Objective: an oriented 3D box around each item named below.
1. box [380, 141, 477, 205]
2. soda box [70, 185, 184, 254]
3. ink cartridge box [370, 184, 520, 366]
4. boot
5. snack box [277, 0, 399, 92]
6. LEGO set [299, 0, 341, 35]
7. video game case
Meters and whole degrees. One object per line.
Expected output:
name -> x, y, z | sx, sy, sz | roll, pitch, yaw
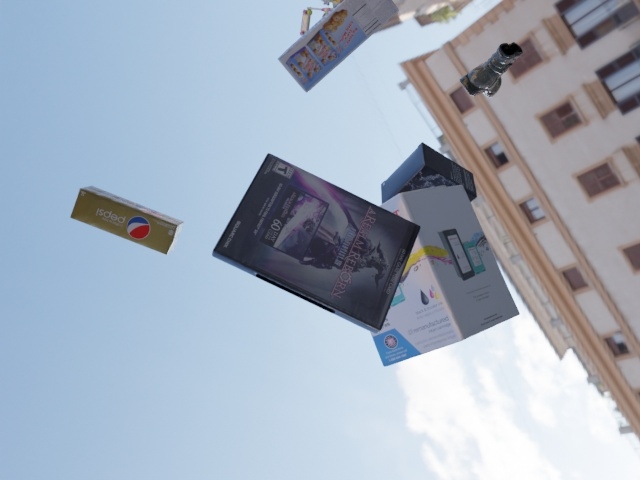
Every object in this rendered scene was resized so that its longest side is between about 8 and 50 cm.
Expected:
box -> 0.248, -0.116, 1.430 | 0.158, 0.156, 0.093 | 27, -140, -20
soda box -> -0.342, -0.037, 1.096 | 0.181, 0.061, 0.058 | 21, -82, -4
ink cartridge box -> 0.192, 0.061, 1.148 | 0.197, 0.198, 0.270 | -11, -105, -44
boot -> 0.501, -0.480, 1.716 | 0.083, 0.161, 0.246 | 55, -144, 5
snack box -> 0.025, -0.298, 0.892 | 0.064, 0.178, 0.022 | 46, -171, -27
LEGO set -> 0.027, -0.643, 1.728 | 0.132, 0.107, 0.287 | 25, -95, -59
video game case -> 0.000, 0.000, 0.953 | 0.274, 0.026, 0.196 | 25, -117, 0
